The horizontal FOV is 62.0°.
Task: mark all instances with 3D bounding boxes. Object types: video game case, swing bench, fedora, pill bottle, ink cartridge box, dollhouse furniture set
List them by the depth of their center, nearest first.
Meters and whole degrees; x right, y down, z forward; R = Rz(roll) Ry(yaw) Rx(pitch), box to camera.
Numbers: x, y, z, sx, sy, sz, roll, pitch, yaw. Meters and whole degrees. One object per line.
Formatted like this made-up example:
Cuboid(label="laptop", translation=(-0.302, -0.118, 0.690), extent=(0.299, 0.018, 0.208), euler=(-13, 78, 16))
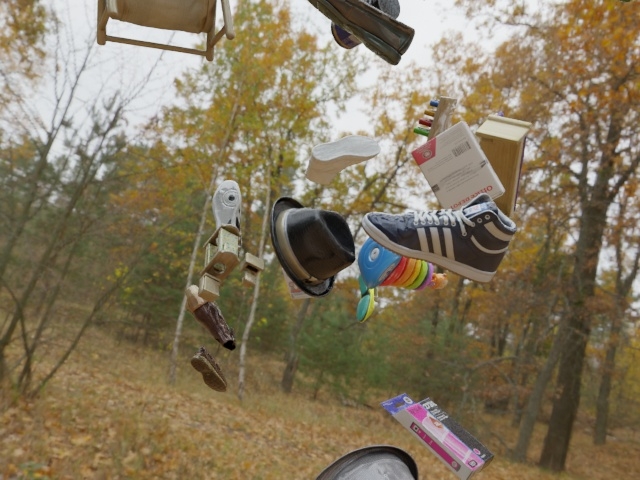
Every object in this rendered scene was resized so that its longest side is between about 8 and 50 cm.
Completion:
Cuboid(label="swing bench", translation=(-0.323, -0.536, 1.103), extent=(0.253, 0.255, 0.165), euler=(-1, -1, -30))
Cuboid(label="fedora", translation=(0.117, 0.585, 1.167), extent=(0.275, 0.244, 0.124), euler=(-14, 14, -19))
Cuboid(label="dollhouse furniture set", translation=(-0.198, 0.073, 1.305), extent=(0.161, 0.182, 0.101), euler=(29, -60, -27))
Cuboid(label="ink cartridge box", translation=(0.369, -0.184, 1.424), extent=(0.158, 0.218, 0.092), euler=(-30, -2, 24))
Cuboid(label="fedora", translation=(0.000, 0.000, 1.544), extent=(0.152, 0.334, 0.334), euler=(-20, -29, 24))
Cuboid(label="pill bottle", translation=(0.141, -0.694, 1.669), extent=(0.122, 0.123, 0.219), euler=(25, -18, -32))
Cuboid(label="ink cartridge box", translation=(0.391, 0.639, 1.804), extent=(0.371, 0.069, 0.175), euler=(35, 21, 34))
Cuboid(label="video game case", translation=(-0.077, 0.171, 2.207), extent=(0.157, 0.143, 0.019), euler=(-11, 11, 36))

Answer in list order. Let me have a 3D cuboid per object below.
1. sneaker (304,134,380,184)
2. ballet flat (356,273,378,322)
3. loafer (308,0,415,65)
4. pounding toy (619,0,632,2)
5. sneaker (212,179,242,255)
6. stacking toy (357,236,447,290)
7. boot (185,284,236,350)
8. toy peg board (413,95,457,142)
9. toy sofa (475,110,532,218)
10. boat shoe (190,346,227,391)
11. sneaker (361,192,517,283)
Cuboid(label="sneaker", translation=(0.076, -0.302, 2.027), extent=(0.292, 0.108, 0.169), euler=(-12, -25, -25))
Cuboid(label="ballet flat", translation=(0.192, 0.227, 2.100), extent=(0.077, 0.231, 0.077), euler=(26, -43, -24))
Cuboid(label="loafer", translation=(0.076, -0.477, 1.113), extent=(0.267, 0.084, 0.096), euler=(37, 9, -4))
Cuboid(label="pounding toy", translation=(0.698, -0.646, 1.291), extent=(0.110, 0.237, 0.183), euler=(-19, -59, 15))
Cuboid(label="sneaker", translation=(-0.262, -0.052, 1.517), extent=(0.079, 0.217, 0.121), euler=(0, -21, -3))
Cuboid(label="stacking toy", translation=(0.276, 0.092, 1.624), extent=(0.301, 0.175, 0.166), euler=(24, 28, -29))
Cuboid(label="boot", translation=(-0.324, 0.250, 1.603), extent=(0.207, 0.090, 0.248), euler=(53, -13, 15))
Cuboid(label="toy peg board", translation=(0.395, -0.426, 1.856), extent=(0.079, 0.161, 0.161), euler=(23, 21, 24))
Cuboid(label="toy sofa", translation=(0.643, -0.259, 1.881), extent=(0.150, 0.177, 0.363), euler=(24, -40, 33))
Cuboid(label="boat shoe", translation=(-0.327, 0.392, 1.614), extent=(0.064, 0.060, 0.178), euler=(-9, -53, 22))
Cuboid(label="sneaker", translation=(0.230, -0.033, 1.008), extent=(0.282, 0.153, 0.099), euler=(21, 31, -6))
